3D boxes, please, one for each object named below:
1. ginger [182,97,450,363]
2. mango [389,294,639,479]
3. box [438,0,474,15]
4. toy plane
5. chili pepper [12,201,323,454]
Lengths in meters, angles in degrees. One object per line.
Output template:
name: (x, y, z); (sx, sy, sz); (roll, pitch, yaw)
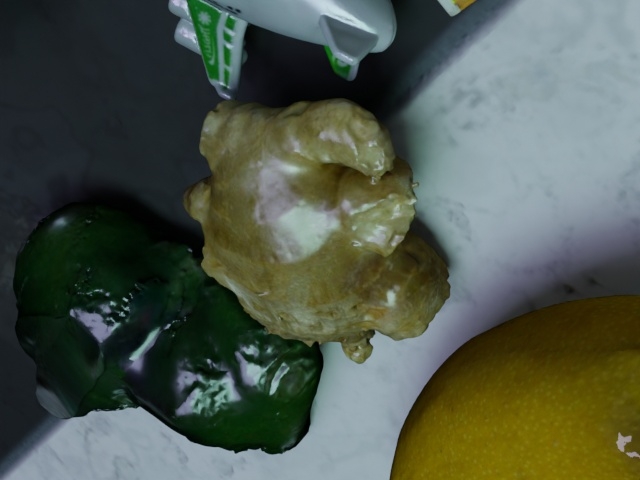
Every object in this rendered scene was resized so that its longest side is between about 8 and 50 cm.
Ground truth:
ginger: (0.000, 0.000, 0.664); (0.157, 0.102, 0.216); (-3, 132, 20)
mango: (0.140, 0.139, 0.634); (0.187, 0.144, 0.359); (48, 144, 19)
box: (0.047, -0.235, 0.530); (0.122, 0.032, 0.220); (-30, 102, 40)
toy plane: (-0.034, -0.155, 0.597); (0.174, 0.080, 0.174); (16, 128, 22)
chili pepper: (-0.128, 0.073, 0.773); (0.264, 0.116, 0.148); (32, 139, 9)
